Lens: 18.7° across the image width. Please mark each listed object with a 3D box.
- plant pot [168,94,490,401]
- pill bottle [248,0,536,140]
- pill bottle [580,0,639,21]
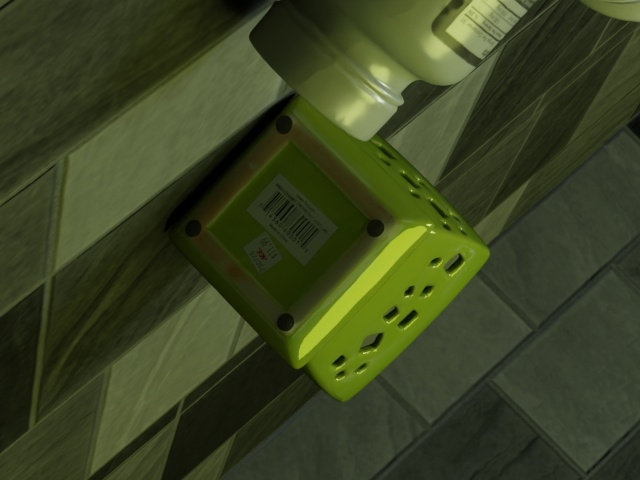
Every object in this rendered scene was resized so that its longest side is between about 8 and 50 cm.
[{"bbox_3d":[0.000,0.000,1.921,0.227,0.228,0.207,-46,161,5],"label":"plant pot"},{"bbox_3d":[0.095,-0.236,1.531,0.318,0.176,0.176,-47,168,10],"label":"pill bottle"},{"bbox_3d":[0.346,-0.328,1.996,0.210,0.210,0.363,-49,167,20],"label":"pill bottle"}]
